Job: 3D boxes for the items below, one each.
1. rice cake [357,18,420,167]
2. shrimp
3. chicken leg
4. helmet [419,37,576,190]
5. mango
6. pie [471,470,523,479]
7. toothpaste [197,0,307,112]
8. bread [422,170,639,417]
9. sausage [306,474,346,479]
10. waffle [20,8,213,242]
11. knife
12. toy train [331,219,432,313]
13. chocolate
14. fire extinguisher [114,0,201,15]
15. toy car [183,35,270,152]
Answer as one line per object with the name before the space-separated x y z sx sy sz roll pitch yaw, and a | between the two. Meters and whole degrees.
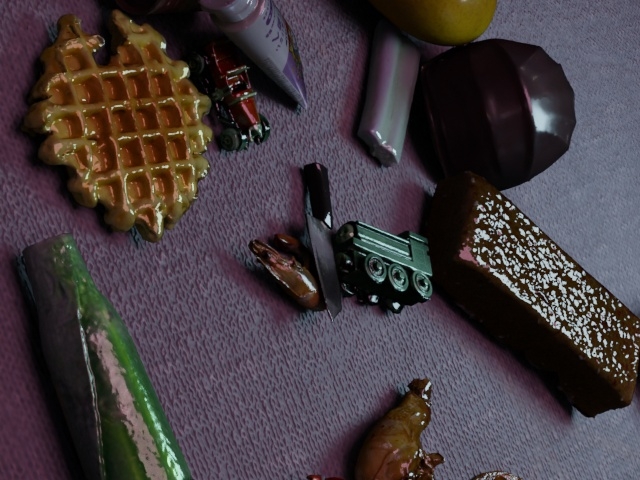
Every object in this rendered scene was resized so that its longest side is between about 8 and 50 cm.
rice cake | 0.095 -0.210 2.037 0.080 0.042 0.222 41 46 -36
shrimp | -0.033 0.025 1.781 0.162 0.045 0.095 41 46 -39
chicken leg | 0.111 0.252 1.820 0.101 0.085 0.207 27 38 4
helmet | 0.285 -0.196 2.128 0.305 0.177 0.225 -20 92 -54
mango | 0.127 -0.440 2.036 0.378 0.221 0.264 59 28 -20
pie | 0.231 0.357 1.950 0.191 0.033 0.088 -24 76 -49
toothpaste | -0.070 -0.256 1.788 0.299 0.073 0.114 38 37 -67
bread | 0.306 0.082 2.094 0.416 0.113 0.165 40 47 -29
sausage | 0.068 0.373 1.723 0.274 0.074 0.074 54 42 -17
waffle | -0.216 -0.136 1.640 0.250 0.056 0.261 41 45 -30
knife | 0.000 0.000 1.817 0.060 0.028 0.230 32 43 -53
toy train | 0.079 0.030 1.895 0.170 0.071 0.111 22 49 -41
chocolate | -0.228 0.134 1.477 0.110 0.110 0.291 -18 85 -51
fire extinguisher | -0.157 -0.298 1.764 0.252 0.075 0.106 -21 112 -63
toy car | -0.110 -0.181 1.780 0.073 0.054 0.143 -27 94 -50
